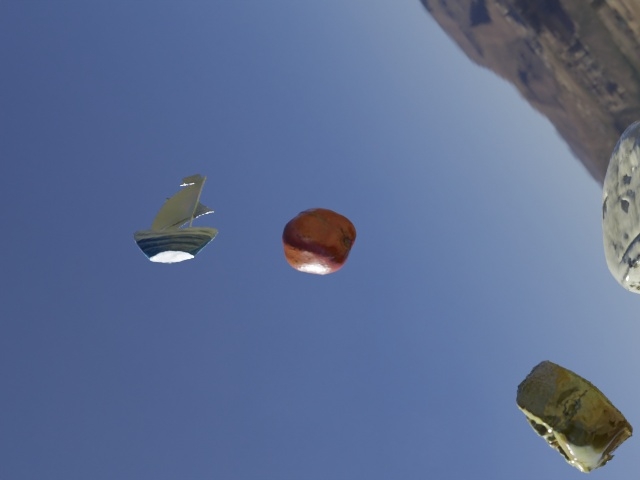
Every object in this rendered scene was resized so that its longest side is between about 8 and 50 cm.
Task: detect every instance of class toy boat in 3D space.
[{"bbox_3d":[-0.184,-0.030,1.058,0.034,0.105,0.149,71,179,-48],"label":"toy boat"}]

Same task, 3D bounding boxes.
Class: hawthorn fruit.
[{"bbox_3d":[0.000,0.000,1.424,0.128,0.128,0.128,44,-159,-22],"label":"hawthorn fruit"}]

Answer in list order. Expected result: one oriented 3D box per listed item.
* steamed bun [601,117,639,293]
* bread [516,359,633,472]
[{"bbox_3d":[0.653,-0.070,1.526,0.334,0.233,0.312,98,177,-70],"label":"steamed bun"},{"bbox_3d":[0.328,0.227,1.068,0.156,0.103,0.110,38,177,1],"label":"bread"}]
